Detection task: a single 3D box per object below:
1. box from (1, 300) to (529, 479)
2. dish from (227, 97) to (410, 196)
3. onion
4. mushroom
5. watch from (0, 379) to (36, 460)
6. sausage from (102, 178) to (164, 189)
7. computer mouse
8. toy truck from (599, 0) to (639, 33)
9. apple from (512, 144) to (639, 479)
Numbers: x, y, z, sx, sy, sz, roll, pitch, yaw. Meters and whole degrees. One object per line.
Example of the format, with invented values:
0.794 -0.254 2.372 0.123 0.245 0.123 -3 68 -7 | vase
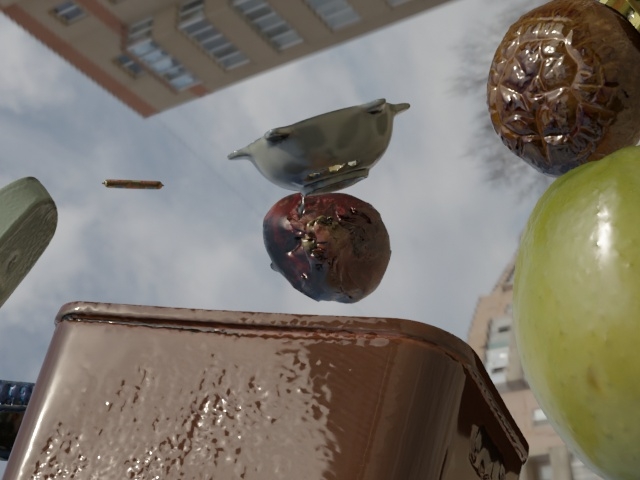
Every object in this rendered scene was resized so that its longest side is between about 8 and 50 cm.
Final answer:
-0.050 0.206 0.734 0.239 0.339 0.229 55 -136 -49 | box
0.006 -0.109 1.330 0.228 0.236 0.086 -10 -98 -73 | dish
0.005 0.002 2.035 0.281 0.281 0.221 23 -84 -56 | onion
0.343 -0.208 1.397 0.153 0.253 0.253 -10 -95 -44 | mushroom
-0.226 0.189 1.066 0.274 0.276 0.068 3 -92 -24 | watch
-0.302 -0.090 1.639 0.100 0.015 0.015 1 -109 -18 | sausage
-0.443 0.011 1.389 0.128 0.079 0.231 94 -160 -52 | computer mouse
0.493 -0.353 1.415 0.157 0.272 0.124 22 -143 -12 | toy truck
0.371 0.053 0.986 0.320 0.311 0.360 -12 -106 -40 | apple
